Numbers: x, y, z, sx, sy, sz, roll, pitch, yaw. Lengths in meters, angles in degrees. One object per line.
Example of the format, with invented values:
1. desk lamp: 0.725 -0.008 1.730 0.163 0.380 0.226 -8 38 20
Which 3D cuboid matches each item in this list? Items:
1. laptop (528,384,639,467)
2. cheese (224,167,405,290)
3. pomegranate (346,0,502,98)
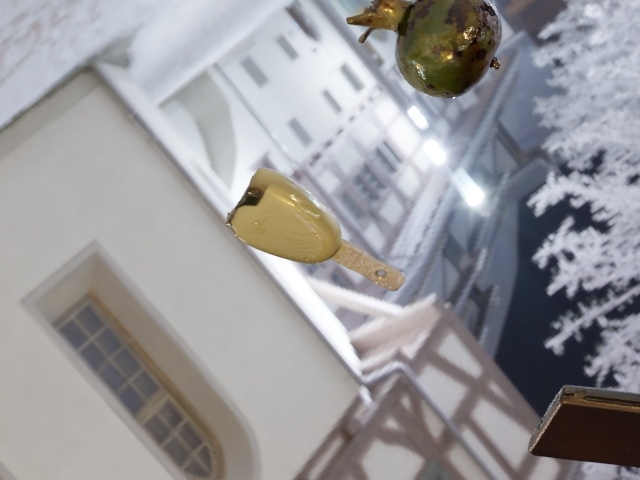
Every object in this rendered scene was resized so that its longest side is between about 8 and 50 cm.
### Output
1. laptop: 0.349 0.213 1.177 0.154 0.207 0.026 99 -2 -56
2. cheese: 0.000 0.000 1.414 0.127 0.251 0.054 -53 -169 48
3. pomegranate: 0.138 -0.252 1.281 0.148 0.169 0.148 -41 154 -24
